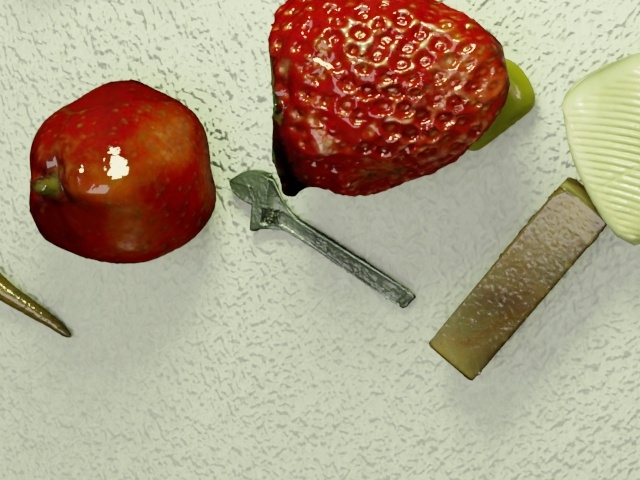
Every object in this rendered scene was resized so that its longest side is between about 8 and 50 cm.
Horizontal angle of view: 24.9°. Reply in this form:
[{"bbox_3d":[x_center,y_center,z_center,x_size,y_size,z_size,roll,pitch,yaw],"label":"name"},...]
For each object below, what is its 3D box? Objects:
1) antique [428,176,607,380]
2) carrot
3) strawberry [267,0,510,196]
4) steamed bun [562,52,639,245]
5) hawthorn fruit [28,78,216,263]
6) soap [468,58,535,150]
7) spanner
[{"bbox_3d":[0.279,0.050,1.994,0.087,0.093,0.310,40,114,7],"label":"antique"},{"bbox_3d":[-0.502,0.081,2.331,0.254,0.049,0.049,36,113,4],"label":"carrot"},{"bbox_3d":[0.080,-0.205,1.919,0.309,0.292,0.292,-6,102,-1],"label":"strawberry"},{"bbox_3d":[0.424,-0.116,1.874,0.170,0.152,0.239,-28,78,30],"label":"steamed bun"},{"bbox_3d":[-0.294,-0.088,2.063,0.265,0.307,0.265,5,101,25],"label":"hawthorn fruit"},{"bbox_3d":[0.227,-0.185,1.980,0.140,0.045,0.089,-38,91,26],"label":"soap"},{"bbox_3d":[0.000,0.000,2.128,0.325,0.026,0.093,33,112,8],"label":"spanner"}]
